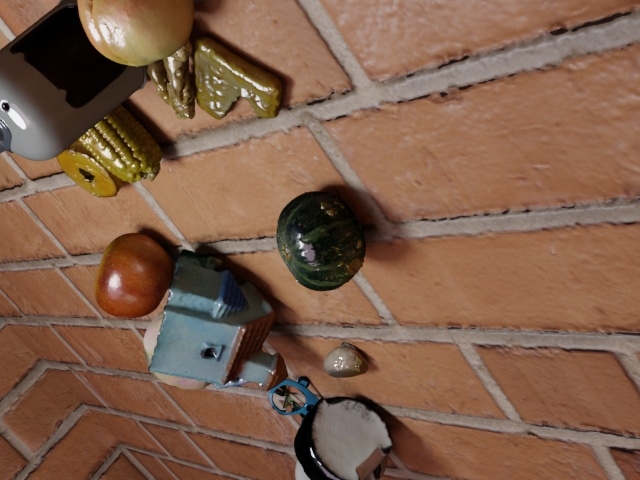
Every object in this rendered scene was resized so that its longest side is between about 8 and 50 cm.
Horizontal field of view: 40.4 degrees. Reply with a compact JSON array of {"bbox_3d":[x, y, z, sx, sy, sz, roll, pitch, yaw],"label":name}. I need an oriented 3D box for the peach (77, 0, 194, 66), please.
[{"bbox_3d":[-0.295,-0.372,1.380,0.184,0.184,0.184,28,148,20],"label":"peach"}]

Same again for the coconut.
[{"bbox_3d":[-0.353,0.290,2.292,0.237,0.197,0.236,23,143,18],"label":"coconut"}]

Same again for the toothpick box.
[{"bbox_3d":[-0.490,-0.275,1.576,0.229,0.316,0.229,29,149,19],"label":"toothpick box"}]

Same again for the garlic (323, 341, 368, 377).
[{"bbox_3d":[0.045,0.283,1.968,0.084,0.066,0.152,46,147,-14],"label":"garlic"}]

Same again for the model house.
[{"bbox_3d":[-0.211,0.199,2.034,0.329,0.251,0.294,18,125,-6],"label":"model house"}]

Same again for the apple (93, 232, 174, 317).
[{"bbox_3d":[-0.455,0.092,2.139,0.173,0.210,0.235,19,171,-5],"label":"apple"}]

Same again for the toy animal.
[{"bbox_3d":[0.047,0.531,2.136,0.251,0.251,0.310,33,146,11],"label":"toy animal"}]

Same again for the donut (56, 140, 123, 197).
[{"bbox_3d":[-0.521,-0.170,2.001,0.178,0.065,0.162,5,140,43],"label":"donut"}]

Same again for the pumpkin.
[{"bbox_3d":[-0.001,0.001,1.567,0.190,0.146,0.190,59,172,13],"label":"pumpkin"}]

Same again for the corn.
[{"bbox_3d":[-0.467,-0.256,1.770,0.363,0.120,0.120,43,150,-5],"label":"corn"}]

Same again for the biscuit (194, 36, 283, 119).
[{"bbox_3d":[-0.142,-0.253,1.495,0.183,0.039,0.174,31,148,17],"label":"biscuit"}]

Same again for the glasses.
[{"bbox_3d":[-0.082,0.445,2.285,0.207,0.102,0.239,-7,126,51],"label":"glasses"}]

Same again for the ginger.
[{"bbox_3d":[-0.253,-0.293,1.539,0.193,0.053,0.176,26,142,55],"label":"ginger"}]
